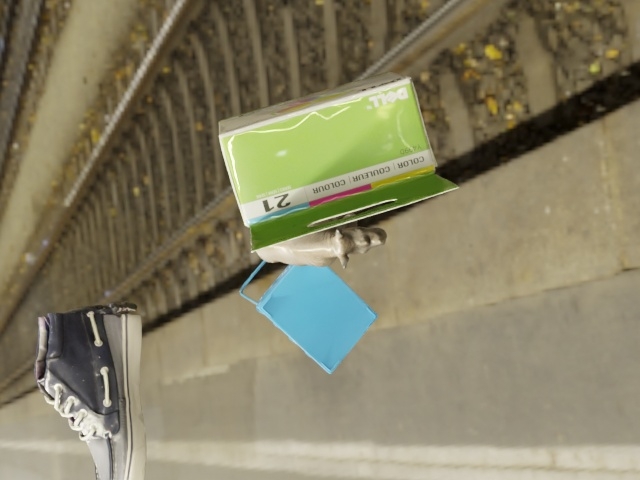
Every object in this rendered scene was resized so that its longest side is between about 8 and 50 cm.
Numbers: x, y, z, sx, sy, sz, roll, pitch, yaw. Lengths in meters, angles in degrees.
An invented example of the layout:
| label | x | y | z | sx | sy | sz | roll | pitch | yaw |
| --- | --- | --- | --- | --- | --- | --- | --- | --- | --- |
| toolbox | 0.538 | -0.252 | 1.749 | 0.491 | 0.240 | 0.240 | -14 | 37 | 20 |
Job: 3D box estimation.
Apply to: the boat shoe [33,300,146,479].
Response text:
| label | x | y | z | sx | sy | sz | roll | pitch | yaw |
| --- | --- | --- | --- | --- | --- | --- | --- | --- | --- |
| boat shoe | -0.369 | 0.264 | 1.825 | 0.127 | 0.158 | 0.340 | -23 | 67 | 56 |

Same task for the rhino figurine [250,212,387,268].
| label | x | y | z | sx | sy | sz | roll | pitch | yaw |
| --- | --- | --- | --- | --- | --- | --- | --- | --- | --- |
| rhino figurine | 0.000 | 0.000 | 1.568 | 0.243 | 0.106 | 0.073 | 5 | 103 | 50 |

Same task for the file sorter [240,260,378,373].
| label | x | y | z | sx | sy | sz | roll | pitch | yaw |
| --- | --- | --- | --- | --- | --- | --- | --- | --- | --- |
| file sorter | -0.023 | 0.099 | 1.793 | 0.170 | 0.118 | 0.104 | 45 | 169 | -27 |

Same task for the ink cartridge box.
| label | x | y | z | sx | sy | sz | roll | pitch | yaw |
| --- | --- | --- | --- | --- | --- | --- | --- | --- | --- |
| ink cartridge box | 0.009 | -0.080 | 1.058 | 0.255 | 0.189 | 0.097 | -116 | 9 | -79 |
